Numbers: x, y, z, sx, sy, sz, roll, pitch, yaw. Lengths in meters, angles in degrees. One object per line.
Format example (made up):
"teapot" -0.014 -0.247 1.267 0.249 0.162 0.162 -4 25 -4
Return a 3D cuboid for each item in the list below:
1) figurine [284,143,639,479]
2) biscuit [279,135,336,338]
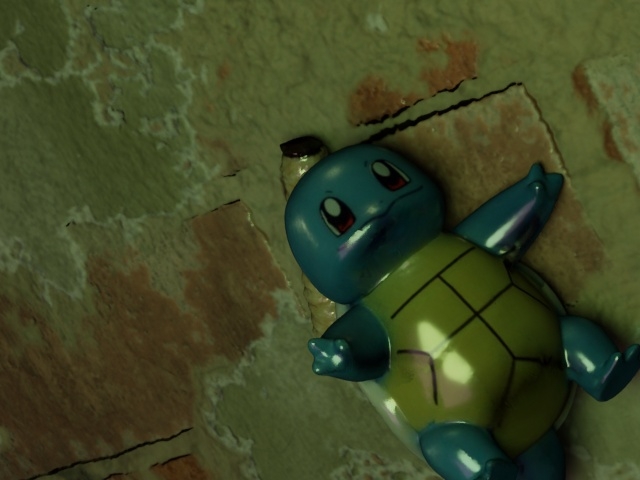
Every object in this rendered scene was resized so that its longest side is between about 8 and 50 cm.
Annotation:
"figurine" 0.140 0.091 1.601 0.416 0.298 0.243 56 168 -17
"biscuit" 0.000 0.000 1.711 0.061 0.055 0.219 -141 37 -61
